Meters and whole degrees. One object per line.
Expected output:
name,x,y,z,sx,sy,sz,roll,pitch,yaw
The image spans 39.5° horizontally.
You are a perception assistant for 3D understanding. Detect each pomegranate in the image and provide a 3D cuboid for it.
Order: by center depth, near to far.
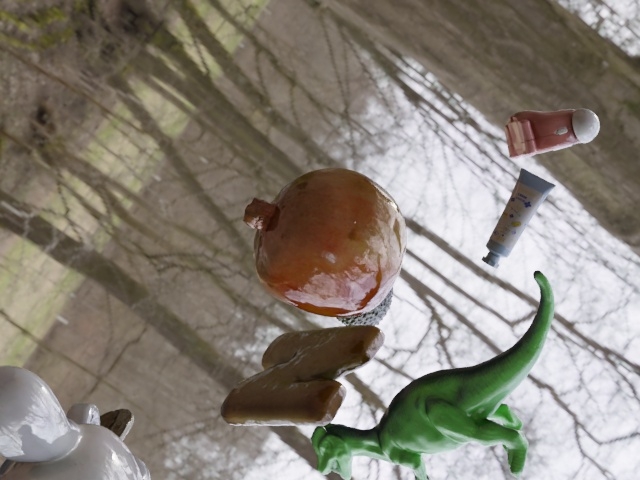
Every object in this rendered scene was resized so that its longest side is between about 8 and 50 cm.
pomegranate,0.000,0.000,1.428,0.252,0.270,0.229,142,-37,-67

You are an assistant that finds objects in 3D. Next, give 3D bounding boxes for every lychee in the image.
lychee,0.095,0.124,2.071,0.171,0.171,0.171,-51,-167,16

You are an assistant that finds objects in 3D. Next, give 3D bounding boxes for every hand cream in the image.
hand cream,0.325,-0.033,1.502,0.170,0.065,0.043,-62,170,11

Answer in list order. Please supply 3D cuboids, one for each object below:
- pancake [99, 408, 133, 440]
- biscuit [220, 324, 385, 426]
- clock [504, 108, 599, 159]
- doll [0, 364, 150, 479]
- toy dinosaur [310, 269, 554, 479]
pancake,-0.479,0.455,1.916,0.242,0.050,0.242,-40,-160,18
biscuit,-0.037,0.245,1.634,0.291,0.062,0.237,-9,-148,46
clock,0.461,-0.223,1.779,0.162,0.092,0.166,-11,-178,-2
doll,-0.246,0.329,0.842,0.187,0.376,0.365,-15,-119,18
toy dinosaur,0.167,0.222,1.448,0.144,0.375,0.499,-57,152,-55
